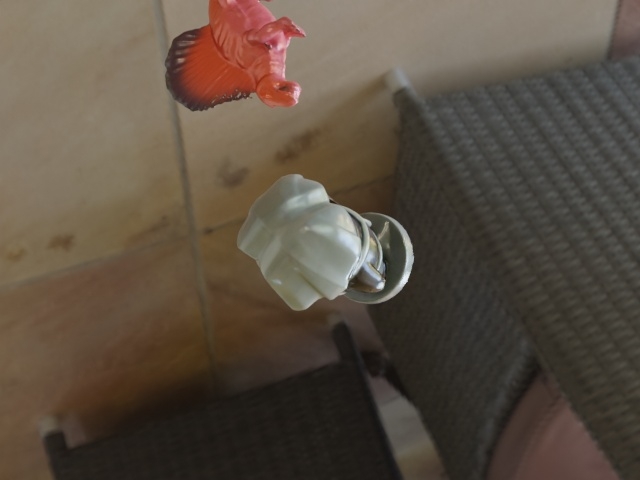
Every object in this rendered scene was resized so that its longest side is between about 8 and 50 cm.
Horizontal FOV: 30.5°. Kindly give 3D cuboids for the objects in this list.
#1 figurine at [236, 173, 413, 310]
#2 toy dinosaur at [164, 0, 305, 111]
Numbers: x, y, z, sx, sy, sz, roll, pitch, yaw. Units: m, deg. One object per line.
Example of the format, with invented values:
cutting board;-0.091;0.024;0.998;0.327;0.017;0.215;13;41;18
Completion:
figurine;0.000;0.000;1.411;0.133;0.176;0.236;-53;153;15
toy dinosaur;-0.110;-0.210;1.176;0.139;0.286;0.070;-42;145;7
